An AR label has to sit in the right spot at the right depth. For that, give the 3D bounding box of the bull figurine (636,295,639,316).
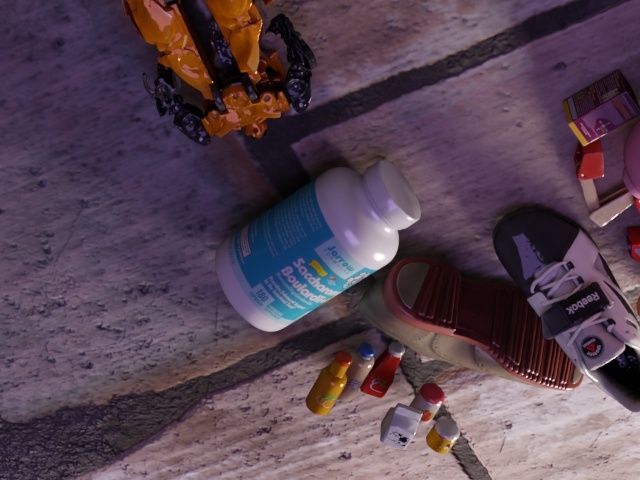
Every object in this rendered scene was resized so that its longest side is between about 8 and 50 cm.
[{"bbox_3d":[0.576,0.047,1.726,0.188,0.101,0.310,38,130,-17],"label":"bull figurine"}]

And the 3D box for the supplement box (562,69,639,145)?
[{"bbox_3d":[0.352,-0.166,1.619,0.083,0.055,0.043,-30,121,22],"label":"supplement box"}]

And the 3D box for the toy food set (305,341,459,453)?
[{"bbox_3d":[0.105,0.217,1.871,0.232,0.111,0.105,21,124,-10],"label":"toy food set"}]

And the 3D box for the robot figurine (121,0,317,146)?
[{"bbox_3d":[-0.128,-0.251,1.559,0.211,0.085,0.291,-16,123,14],"label":"robot figurine"}]

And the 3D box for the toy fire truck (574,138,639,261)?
[{"bbox_3d":[0.403,-0.051,1.705,0.135,0.047,0.192,-3,127,5],"label":"toy fire truck"}]

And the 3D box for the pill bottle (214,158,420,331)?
[{"bbox_3d":[0.000,0.000,1.697,0.264,0.146,0.146,-33,118,24],"label":"pill bottle"}]

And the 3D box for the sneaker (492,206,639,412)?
[{"bbox_3d":[0.357,0.095,1.735,0.122,0.146,0.330,-38,106,16],"label":"sneaker"}]

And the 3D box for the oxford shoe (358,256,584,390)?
[{"bbox_3d":[0.216,0.125,1.822,0.348,0.123,0.130,28,150,-19],"label":"oxford shoe"}]

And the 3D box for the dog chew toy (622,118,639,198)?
[{"bbox_3d":[0.502,-0.148,1.530,0.206,0.207,0.331,38,129,-23],"label":"dog chew toy"}]
